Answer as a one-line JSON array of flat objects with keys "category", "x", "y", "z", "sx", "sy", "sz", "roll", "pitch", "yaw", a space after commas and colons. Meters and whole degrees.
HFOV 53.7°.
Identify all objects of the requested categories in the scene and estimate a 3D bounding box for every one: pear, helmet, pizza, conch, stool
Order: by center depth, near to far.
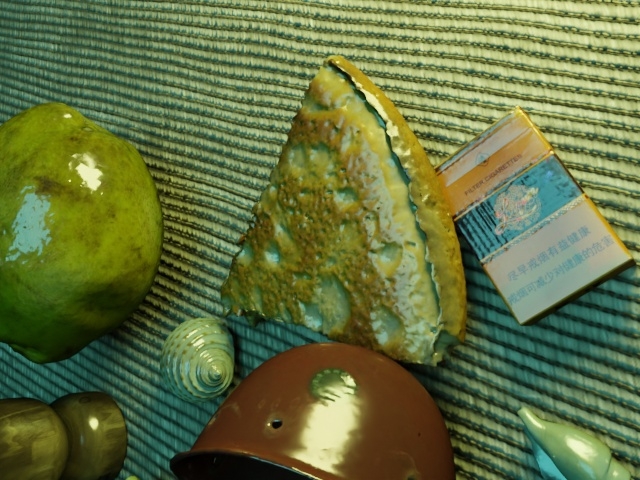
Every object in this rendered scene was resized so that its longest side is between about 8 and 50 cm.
[{"category": "conch", "x": 0.304, "y": 0.262, "z": 0.730, "sx": 0.065, "sy": 0.088, "sz": 0.180, "roll": -34, "pitch": 48, "yaw": -27}, {"category": "helmet", "x": 0.019, "y": 0.258, "z": 0.778, "sx": 0.337, "sy": 0.385, "sz": 0.230, "roll": 20, "pitch": 55, "yaw": 8}, {"category": "pizza", "x": 0.000, "y": 0.000, "z": 0.920, "sx": 0.406, "sy": 0.130, "sz": 0.440, "roll": -28, "pitch": 75, "yaw": 36}, {"category": "conch", "x": -0.203, "y": 0.185, "z": 1.014, "sx": 0.153, "sy": 0.102, "sz": 0.135, "roll": 17, "pitch": 76, "yaw": 32}, {"category": "pear", "x": -0.426, "y": -0.009, "z": 1.045, "sx": 0.352, "sy": 0.352, "sz": 0.413, "roll": 26, "pitch": 101, "yaw": 31}, {"category": "stool", "x": -0.483, "y": 0.349, "z": 1.048, "sx": 0.179, "sy": 0.264, "sz": 0.179, "roll": -6, "pitch": 79, "yaw": 30}]

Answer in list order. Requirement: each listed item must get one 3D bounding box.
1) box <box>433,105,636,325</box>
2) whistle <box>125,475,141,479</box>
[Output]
[{"category": "box", "x": 0.257, "y": -0.031, "z": 0.797, "sx": 0.152, "sy": 0.070, "sz": 0.237, "roll": -37, "pitch": 64, "yaw": 20}, {"category": "whistle", "x": -0.208, "y": 0.462, "z": 0.957, "sx": 0.106, "sy": 0.131, "sz": 0.288, "roll": -43, "pitch": 56, "yaw": -16}]
